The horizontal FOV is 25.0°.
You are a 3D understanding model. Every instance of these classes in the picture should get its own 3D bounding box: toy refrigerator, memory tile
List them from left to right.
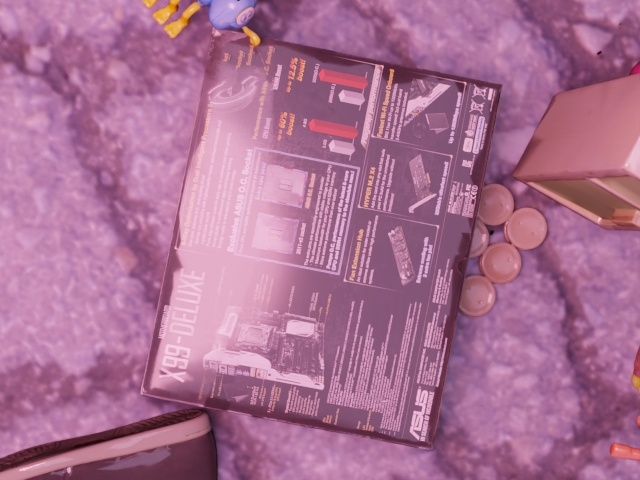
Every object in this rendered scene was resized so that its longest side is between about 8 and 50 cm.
[{"bbox_3d":[0.112,-0.013,1.247,0.148,0.012,0.113,37,85,-9],"label":"memory tile"},{"bbox_3d":[0.248,-0.063,1.138,0.102,0.269,0.094,29,86,-9],"label":"toy refrigerator"}]

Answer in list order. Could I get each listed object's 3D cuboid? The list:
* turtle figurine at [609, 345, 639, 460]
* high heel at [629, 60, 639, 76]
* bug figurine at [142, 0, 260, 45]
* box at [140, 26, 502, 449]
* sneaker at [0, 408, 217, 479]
[{"bbox_3d":[0.332,0.111,1.181,0.269,0.217,0.087,-16,93,-8],"label":"turtle figurine"},{"bbox_3d":[0.328,-0.173,1.194,0.244,0.082,0.117,-5,100,-44],"label":"high heel"},{"bbox_3d":[-0.050,-0.296,1.156,0.279,0.072,0.216,-42,90,-19],"label":"bug figurine"},{"bbox_3d":[0.000,0.000,1.187,0.242,0.076,0.307,10,89,-3],"label":"box"},{"bbox_3d":[-0.185,0.220,1.167,0.222,0.083,0.118,-13,93,-10],"label":"sneaker"}]
